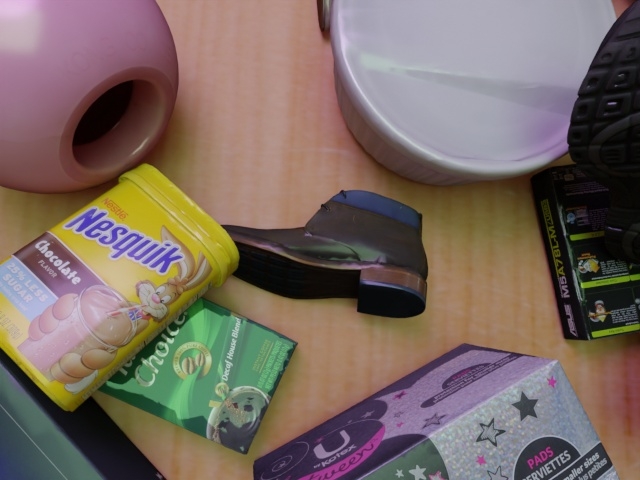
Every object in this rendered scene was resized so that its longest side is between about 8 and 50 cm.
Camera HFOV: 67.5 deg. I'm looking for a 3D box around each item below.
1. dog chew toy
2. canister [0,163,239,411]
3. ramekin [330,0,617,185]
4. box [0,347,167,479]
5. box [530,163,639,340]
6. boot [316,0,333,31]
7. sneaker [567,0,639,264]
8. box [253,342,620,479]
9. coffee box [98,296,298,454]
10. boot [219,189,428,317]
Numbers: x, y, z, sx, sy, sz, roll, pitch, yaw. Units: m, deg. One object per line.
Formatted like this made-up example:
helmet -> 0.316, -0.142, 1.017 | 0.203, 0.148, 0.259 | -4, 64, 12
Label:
dog chew toy -> -0.283, -0.190, 0.400 | 0.332, 0.206, 0.206 | 38, 78, 9
canister -> -0.169, 0.032, 0.384 | 0.126, 0.073, 0.170 | 40, 59, 8
ramekin -> 0.135, -0.178, 0.479 | 0.272, 0.127, 0.273 | 1, 80, -7
box -> -0.285, 0.181, 0.381 | 0.184, 0.103, 0.261 | -43, 88, -14
box -> 0.340, 0.003, 0.518 | 0.190, 0.045, 0.184 | -8, 84, -9
boot -> 0.040, -0.286, 0.530 | 0.087, 0.042, 0.118 | 0, 86, -14
sneaker -> 0.282, -0.091, 0.401 | 0.109, 0.286, 0.130 | 8, 63, 36
box -> 0.082, 0.203, 0.389 | 0.247, 0.163, 0.142 | -27, 86, -11
coffee box -> -0.127, 0.106, 0.442 | 0.184, 0.040, 0.113 | 26, 78, -2
boot -> 0.000, 0.000, 0.473 | 0.219, 0.082, 0.106 | 15, 55, 2
